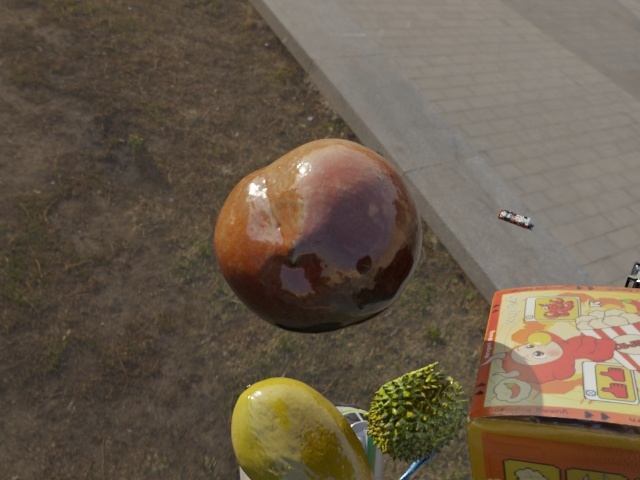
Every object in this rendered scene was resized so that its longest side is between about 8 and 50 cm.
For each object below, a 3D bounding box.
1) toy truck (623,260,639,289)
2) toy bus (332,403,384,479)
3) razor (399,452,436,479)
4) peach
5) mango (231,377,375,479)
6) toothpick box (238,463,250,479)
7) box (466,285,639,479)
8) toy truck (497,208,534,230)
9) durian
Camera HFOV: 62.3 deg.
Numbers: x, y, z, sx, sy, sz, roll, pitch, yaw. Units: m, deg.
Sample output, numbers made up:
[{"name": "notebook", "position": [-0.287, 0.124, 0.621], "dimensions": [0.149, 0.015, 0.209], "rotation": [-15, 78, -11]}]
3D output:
[{"name": "toy truck", "position": [0.518, 0.098, 0.736], "dimensions": [0.092, 0.083, 0.192], "rotation": [-4, 22, -34]}, {"name": "toy bus", "position": [0.066, 0.577, 1.322], "dimensions": [0.143, 0.179, 0.306], "rotation": [12, 78, -30]}, {"name": "razor", "position": [0.298, 0.677, 1.596], "dimensions": [0.253, 0.082, 0.042], "rotation": [-49, 36, -5]}, {"name": "peach", "position": [0.000, 0.000, 0.648], "dimensions": [0.252, 0.253, 0.253], "rotation": [9, 48, -11]}, {"name": "mango", "position": [-0.020, 0.385, 0.951], "dimensions": [0.331, 0.142, 0.195], "rotation": [42, 59, 3]}, {"name": "toothpick box", "position": [-0.114, 0.481, 1.064], "dimensions": [0.098, 0.099, 0.149], "rotation": [3, 44, -16]}, {"name": "box", "position": [0.336, 0.212, 0.658], "dimensions": [0.259, 0.214, 0.283], "rotation": [-3, 24, 25]}, {"name": "toy truck", "position": [0.454, -0.048, 1.231], "dimensions": [0.083, 0.032, 0.024], "rotation": [22, 73, 25]}, {"name": "durian", "position": [0.201, 0.360, 1.106], "dimensions": [0.176, 0.237, 0.200], "rotation": [44, 52, 16]}]
